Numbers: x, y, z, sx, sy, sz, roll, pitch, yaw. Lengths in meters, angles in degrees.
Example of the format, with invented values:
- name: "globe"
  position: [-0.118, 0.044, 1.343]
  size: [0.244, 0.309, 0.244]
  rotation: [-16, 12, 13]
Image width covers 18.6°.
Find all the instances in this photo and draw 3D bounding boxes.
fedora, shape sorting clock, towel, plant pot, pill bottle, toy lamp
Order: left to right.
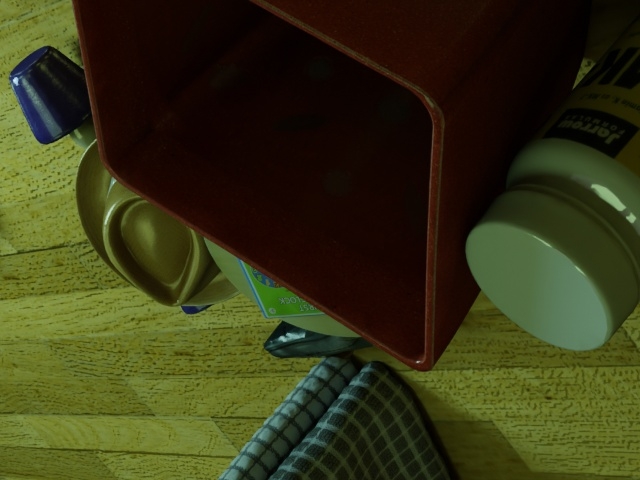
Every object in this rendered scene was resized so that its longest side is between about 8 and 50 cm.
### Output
- name: "toy lamp"
  position: [-0.177, -0.055, 1.753]
  size: [0.274, 0.080, 0.080]
  rotation: [52, 152, -18]
- name: "fedora"
  position: [-0.132, -0.009, 1.680]
  size: [0.194, 0.079, 0.194]
  rotation: [7, 125, 9]
- name: "shape sorting clock"
  position: [0.000, 0.000, 1.592]
  size: [0.206, 0.040, 0.206]
  rotation: [13, 131, 15]
- name: "towel"
  position: [0.024, 0.279, 1.806]
  size: [0.121, 0.235, 0.283]
  rotation: [11, 140, 40]
- name: "plant pot"
  position: [0.030, -0.132, 1.182]
  size: [0.267, 0.236, 0.267]
  rotation: [32, 152, 22]
- name: "pill bottle"
  position: [0.183, -0.041, 1.137]
  size: [0.119, 0.208, 0.119]
  rotation: [32, 151, 20]

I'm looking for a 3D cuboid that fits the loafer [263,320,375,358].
- name: "loafer"
  position: [0.003, 0.085, 1.738]
  size: [0.061, 0.062, 0.170]
  rotation: [43, 155, -12]
